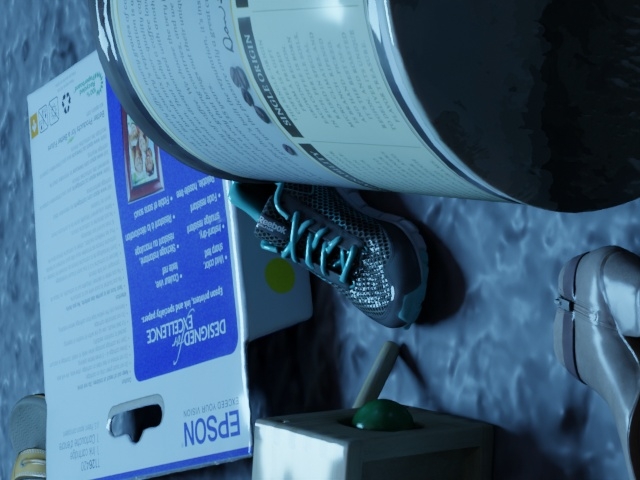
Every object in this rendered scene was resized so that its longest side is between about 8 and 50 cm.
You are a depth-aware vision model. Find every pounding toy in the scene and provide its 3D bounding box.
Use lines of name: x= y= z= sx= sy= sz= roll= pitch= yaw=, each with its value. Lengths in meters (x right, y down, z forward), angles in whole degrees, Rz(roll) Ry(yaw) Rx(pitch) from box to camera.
pounding toy: x=0.024 y=0.132 z=0.939 sx=0.100 sy=0.130 sz=0.141 roll=8 pitch=96 yaw=46

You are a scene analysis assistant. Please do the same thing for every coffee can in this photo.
coffee can: x=0.037 y=-0.120 z=0.836 sx=0.275 sy=0.202 sz=0.201 roll=9 pitch=97 yaw=58

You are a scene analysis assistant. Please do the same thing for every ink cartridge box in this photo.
ink cartridge box: x=-0.110 y=0.009 z=1.204 sx=0.304 sy=0.072 sz=0.307 roll=-20 pitch=74 yaw=55

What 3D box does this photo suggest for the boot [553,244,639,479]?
boot: x=0.140 y=0.062 z=0.826 sx=0.087 sy=0.042 sz=0.118 roll=-168 pitch=82 yaw=-64

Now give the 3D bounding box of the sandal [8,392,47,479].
sandal: x=-0.205 y=0.202 z=1.352 sx=0.219 sy=0.060 sz=0.090 roll=61 pitch=138 yaw=38

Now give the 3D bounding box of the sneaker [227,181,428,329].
sneaker: x=0.000 y=0.000 z=1.012 sx=0.166 sy=0.076 sz=0.065 roll=44 pitch=127 yaw=49
